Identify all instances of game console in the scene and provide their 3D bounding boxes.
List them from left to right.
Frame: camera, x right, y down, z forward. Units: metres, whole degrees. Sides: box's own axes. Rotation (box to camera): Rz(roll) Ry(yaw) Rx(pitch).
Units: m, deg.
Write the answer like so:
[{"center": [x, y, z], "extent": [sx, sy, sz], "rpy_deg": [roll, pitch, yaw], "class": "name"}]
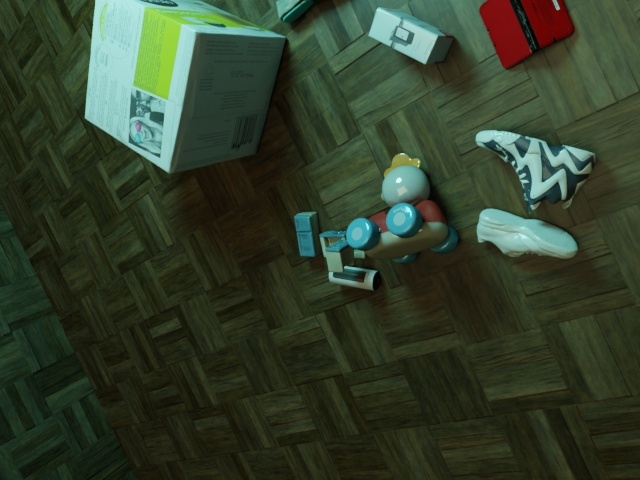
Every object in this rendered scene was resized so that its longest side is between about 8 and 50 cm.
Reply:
[{"center": [0.411, -0.444, 0.999], "extent": [0.124, 0.085, 0.144], "rpy_deg": [-25, 93, 4], "class": "game console"}]

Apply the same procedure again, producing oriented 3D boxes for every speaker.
[{"center": [0.094, 0.100, 1.355], "extent": [0.136, 0.055, 0.055], "rpy_deg": [8, 110, 30], "class": "speaker"}]

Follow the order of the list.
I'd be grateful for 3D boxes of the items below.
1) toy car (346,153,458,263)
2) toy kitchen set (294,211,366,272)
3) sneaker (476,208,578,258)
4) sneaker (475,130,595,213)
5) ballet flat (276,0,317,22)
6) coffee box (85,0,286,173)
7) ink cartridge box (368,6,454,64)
[{"center": [0.187, -0.087, 1.181], "extent": [0.210, 0.219, 0.238], "rpy_deg": [-19, 66, 36], "class": "toy car"}, {"center": [0.000, 0.000, 1.312], "extent": [0.207, 0.166, 0.122], "rpy_deg": [1, 106, 32], "class": "toy kitchen set"}, {"center": [0.449, 0.004, 1.096], "extent": [0.212, 0.080, 0.094], "rpy_deg": [25, 129, 31], "class": "sneaker"}, {"center": [0.426, -0.138, 1.040], "extent": [0.234, 0.094, 0.153], "rpy_deg": [18, 106, 16], "class": "sneaker"}, {"center": [-0.023, -0.600, 1.189], "extent": [0.213, 0.072, 0.068], "rpy_deg": [-17, 88, 35], "class": "ballet flat"}, {"center": [-0.352, -0.421, 1.291], "extent": [0.334, 0.337, 0.338], "rpy_deg": [31, 120, 21], "class": "coffee box"}, {"center": [0.196, -0.443, 1.076], "extent": [0.150, 0.109, 0.063], "rpy_deg": [34, 124, 19], "class": "ink cartridge box"}]
